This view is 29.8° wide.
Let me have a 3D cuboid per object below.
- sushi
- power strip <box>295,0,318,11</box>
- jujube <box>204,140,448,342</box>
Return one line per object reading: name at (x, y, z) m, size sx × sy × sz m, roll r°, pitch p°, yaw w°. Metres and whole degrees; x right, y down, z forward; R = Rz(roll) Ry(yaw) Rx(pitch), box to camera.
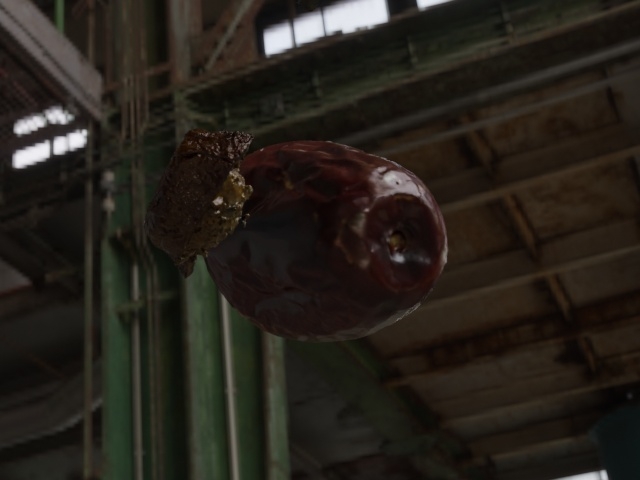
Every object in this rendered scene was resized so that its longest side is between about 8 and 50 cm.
sushi at (-0.076, -0.023, 0.775) m, size 0.060 × 0.061 × 0.118 m, roll 30°, pitch -43°, yaw 2°
power strip at (0.010, -0.331, 1.077) m, size 0.064 × 0.213 × 0.198 m, roll 6°, pitch -54°, yaw -21°
jujube at (0.000, 0.000, 1.288) m, size 0.223 × 0.223 × 0.318 m, roll 13°, pitch -6°, yaw -29°
